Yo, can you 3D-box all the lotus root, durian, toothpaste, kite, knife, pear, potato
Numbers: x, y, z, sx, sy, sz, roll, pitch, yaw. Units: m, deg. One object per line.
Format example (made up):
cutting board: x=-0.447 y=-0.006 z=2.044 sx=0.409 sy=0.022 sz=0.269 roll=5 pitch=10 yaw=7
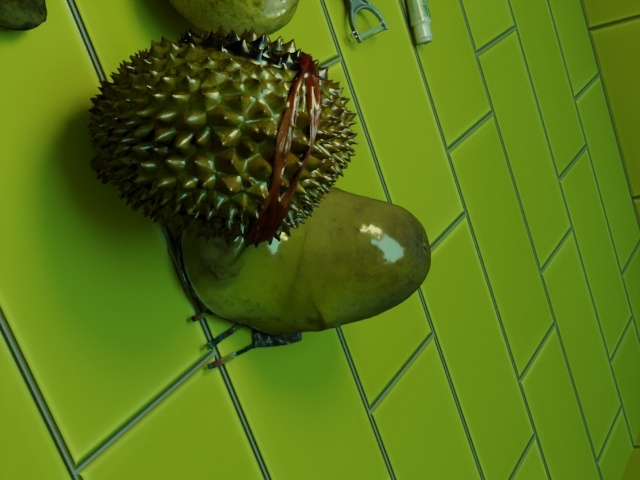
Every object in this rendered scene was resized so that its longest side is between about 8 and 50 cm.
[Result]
lotus root: x=-0.430 y=-0.333 z=1.189 sx=0.179 sy=0.080 sz=0.089 roll=15 pitch=72 yaw=-51
durian: x=-0.135 y=-0.147 z=1.293 sx=0.384 sy=0.347 sz=0.348 roll=-15 pitch=97 yaw=-11
toothpaste: x=0.220 y=-0.629 z=2.184 sx=0.056 sy=0.058 sz=0.315 roll=-12 pitch=89 yaw=-11
kite: x=-0.124 y=0.138 z=1.575 sx=0.285 sy=0.015 sz=0.152 roll=-21 pitch=97 yaw=-57
knife: x=0.056 y=-0.564 z=1.938 sx=0.123 sy=0.053 sz=0.278 roll=-38 pitch=113 yaw=-46
pear: x=-0.136 y=-0.455 z=1.483 sx=0.271 sy=0.271 sz=0.271 roll=16 pitch=70 yaw=-52
potato: x=0.000 y=0.000 z=1.533 sx=0.397 sy=0.295 sz=0.290 roll=37 pitch=49 yaw=-47
